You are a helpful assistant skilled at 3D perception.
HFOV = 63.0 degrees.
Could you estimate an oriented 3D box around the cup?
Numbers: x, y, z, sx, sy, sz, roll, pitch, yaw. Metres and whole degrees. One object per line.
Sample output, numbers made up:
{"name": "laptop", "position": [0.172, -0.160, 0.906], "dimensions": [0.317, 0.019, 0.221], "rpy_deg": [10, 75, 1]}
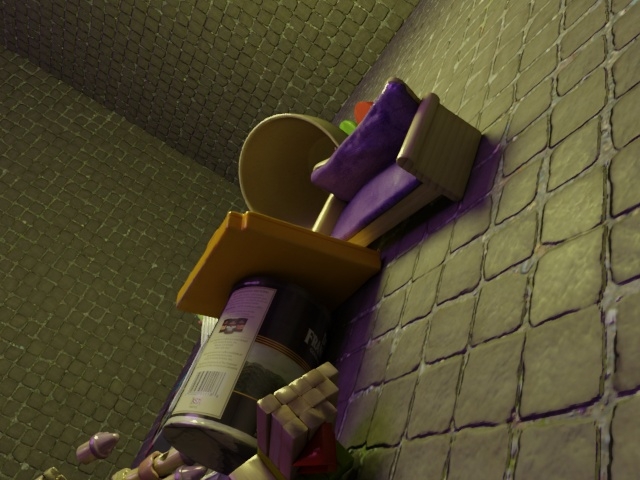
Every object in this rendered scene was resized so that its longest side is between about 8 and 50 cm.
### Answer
{"name": "cup", "position": [-0.013, -0.178, 1.382], "dimensions": [0.331, 0.331, 0.237], "rpy_deg": [-52, -12, 33]}

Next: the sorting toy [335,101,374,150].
{"name": "sorting toy", "position": [0.149, -0.343, 1.615], "dimensions": [0.126, 0.127, 0.365], "rpy_deg": [-32, -1, -18]}

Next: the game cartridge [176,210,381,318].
{"name": "game cartridge", "position": [-0.090, 0.076, 0.985], "dimensions": [0.323, 0.285, 0.052], "rpy_deg": [-48, 33, 45]}

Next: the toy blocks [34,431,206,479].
{"name": "toy blocks", "position": [-0.333, 0.488, 0.987], "dimensions": [0.260, 0.309, 0.288], "rpy_deg": [-30, 16, 11]}

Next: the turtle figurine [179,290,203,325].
{"name": "turtle figurine", "position": [-0.341, 0.256, 1.879], "dimensions": [0.198, 0.274, 0.266], "rpy_deg": [-13, 10, 6]}

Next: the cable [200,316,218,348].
{"name": "cable", "position": [-0.275, 0.304, 1.452], "dimensions": [0.257, 0.089, 0.257], "rpy_deg": [100, 164, -63]}

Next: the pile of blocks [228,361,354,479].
{"name": "pile of blocks", "position": [-0.041, 0.329, 0.630], "dimensions": [0.112, 0.149, 0.362], "rpy_deg": [38, 111, 36]}

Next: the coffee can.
{"name": "coffee can", "position": [-0.111, 0.229, 0.880], "dimensions": [0.201, 0.201, 0.275], "rpy_deg": [-47, 17, 49]}

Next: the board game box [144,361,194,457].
{"name": "board game box", "position": [-0.501, 0.617, 1.888], "dimensions": [0.224, 0.097, 0.303], "rpy_deg": [-54, 11, 25]}

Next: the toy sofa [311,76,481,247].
{"name": "toy sofa", "position": [0.092, -0.100, 0.922], "dimensions": [0.362, 0.177, 0.150], "rpy_deg": [-40, 22, 58]}

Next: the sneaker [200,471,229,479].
{"name": "sneaker", "position": [-0.140, 0.359, 0.949], "dimensions": [0.212, 0.094, 0.080], "rpy_deg": [-63, 10, -21]}

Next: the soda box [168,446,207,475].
{"name": "soda box", "position": [-0.385, 0.645, 1.277], "dimensions": [0.286, 0.098, 0.091], "rpy_deg": [-61, 11, -13]}

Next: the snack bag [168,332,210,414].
{"name": "snack bag", "position": [-0.204, 0.277, 1.211], "dimensions": [0.323, 0.037, 0.342], "rpy_deg": [76, -144, -60]}
